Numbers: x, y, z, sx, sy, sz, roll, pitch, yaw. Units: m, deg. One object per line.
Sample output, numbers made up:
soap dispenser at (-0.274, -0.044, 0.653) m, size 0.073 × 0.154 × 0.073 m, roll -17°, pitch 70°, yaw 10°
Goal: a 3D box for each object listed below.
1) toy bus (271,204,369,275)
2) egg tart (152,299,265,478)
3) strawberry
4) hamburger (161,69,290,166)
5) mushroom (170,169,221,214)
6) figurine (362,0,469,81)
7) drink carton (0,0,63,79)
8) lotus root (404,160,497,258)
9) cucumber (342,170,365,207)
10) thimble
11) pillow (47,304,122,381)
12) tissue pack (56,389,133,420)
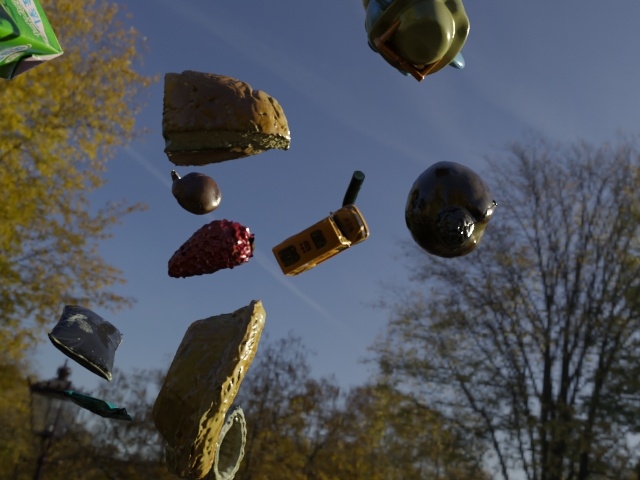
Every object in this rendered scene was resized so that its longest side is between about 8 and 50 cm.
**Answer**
toy bus at (0.000, 0.000, 1.349) m, size 0.162 × 0.069 × 0.074 m, roll -29°, pitch -7°, yaw 16°
egg tart at (-0.194, 0.234, 1.290) m, size 0.128 × 0.318 × 0.319 m, roll 22°, pitch -22°, yaw -2°
strawberry at (-0.286, 0.010, 1.971) m, size 0.237 × 0.111 × 0.190 m, roll -21°, pitch 23°, yaw -27°
hamburger at (-0.155, -0.208, 1.262) m, size 0.208 × 0.155 × 0.135 m, roll -1°, pitch -13°, yaw 2°
mushroom at (-0.351, -0.144, 2.139) m, size 0.171 × 0.135 × 0.080 m, roll 34°, pitch -54°, yaw 21°
figurine at (0.139, -0.336, 1.168) m, size 0.154 × 0.262 × 0.179 m, roll -16°, pitch -67°, yaw 14°
drink carton at (-0.481, -0.326, 1.066) m, size 0.108 × 0.161 × 0.271 m, roll -24°, pitch 3°, yaw 4°
lotus root at (0.166, -0.039, 1.014) m, size 0.120 × 0.120 × 0.209 m, roll 9°, pitch 20°, yaw 5°
cucumber at (0.077, -0.114, 1.871) m, size 0.032 × 0.032 × 0.133 m, roll 13°, pitch -40°, yaw -5°
thimble at (-0.263, 0.466, 1.803) m, size 0.144 × 0.190 × 0.137 m, roll 6°, pitch -15°, yaw 30°
pillow at (-0.440, 0.183, 1.459) m, size 0.141 × 0.055 × 0.208 m, roll 39°, pitch 4°, yaw -16°
tissue pack at (-0.435, 0.321, 1.495) m, size 0.138 × 0.027 × 0.085 m, roll 18°, pitch -25°, yaw 7°
